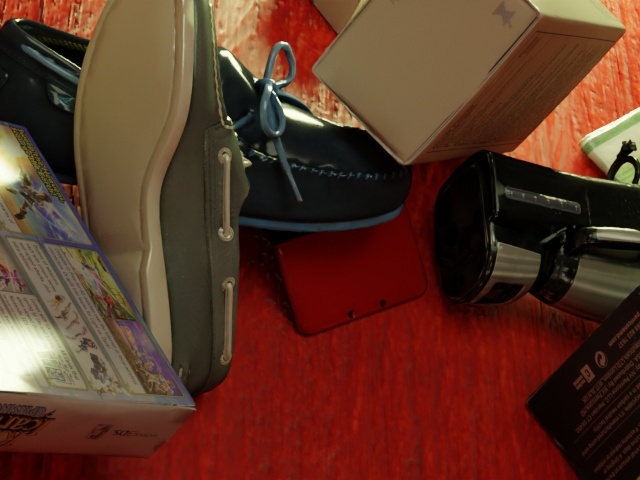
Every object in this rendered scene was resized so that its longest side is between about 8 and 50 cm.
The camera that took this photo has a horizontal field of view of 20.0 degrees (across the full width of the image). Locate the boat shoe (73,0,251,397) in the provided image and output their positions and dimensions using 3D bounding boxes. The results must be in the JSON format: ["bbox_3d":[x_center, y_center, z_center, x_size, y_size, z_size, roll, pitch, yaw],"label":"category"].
[{"bbox_3d":[-0.104,-0.040,1.280,0.099,0.116,0.320,3,90,-44],"label":"boat shoe"}]

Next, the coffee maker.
[{"bbox_3d":[0.188,-0.012,1.513,0.178,0.120,0.171,12,37,-22],"label":"coffee maker"}]

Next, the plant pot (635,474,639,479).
[{"bbox_3d":[0.271,0.312,1.159,0.323,0.280,0.323,16,47,-18],"label":"plant pot"}]

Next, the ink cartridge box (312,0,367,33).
[{"bbox_3d":[0.045,-0.247,1.665,0.122,0.052,0.088,-21,66,-42],"label":"ink cartridge box"}]

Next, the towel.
[{"bbox_3d":[0.319,-0.051,1.686,0.113,0.023,0.152,-27,73,-40],"label":"towel"}]

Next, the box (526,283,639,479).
[{"bbox_3d":[0.403,0.161,1.440,0.343,0.179,0.312,-18,66,-39],"label":"box"}]

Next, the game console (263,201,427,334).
[{"bbox_3d":[0.000,0.000,1.456,0.144,0.085,0.124,-17,32,-40],"label":"game console"}]

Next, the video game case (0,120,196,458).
[{"bbox_3d":[-0.234,0.018,1.158,0.244,0.061,0.269,11,38,-53],"label":"video game case"}]

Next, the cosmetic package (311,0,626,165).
[{"bbox_3d":[0.130,-0.156,1.478,0.113,0.160,0.309,46,17,13],"label":"cosmetic package"}]

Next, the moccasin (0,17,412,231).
[{"bbox_3d":[-0.086,-0.088,1.358,0.342,0.117,0.138,8,25,-17],"label":"moccasin"}]
